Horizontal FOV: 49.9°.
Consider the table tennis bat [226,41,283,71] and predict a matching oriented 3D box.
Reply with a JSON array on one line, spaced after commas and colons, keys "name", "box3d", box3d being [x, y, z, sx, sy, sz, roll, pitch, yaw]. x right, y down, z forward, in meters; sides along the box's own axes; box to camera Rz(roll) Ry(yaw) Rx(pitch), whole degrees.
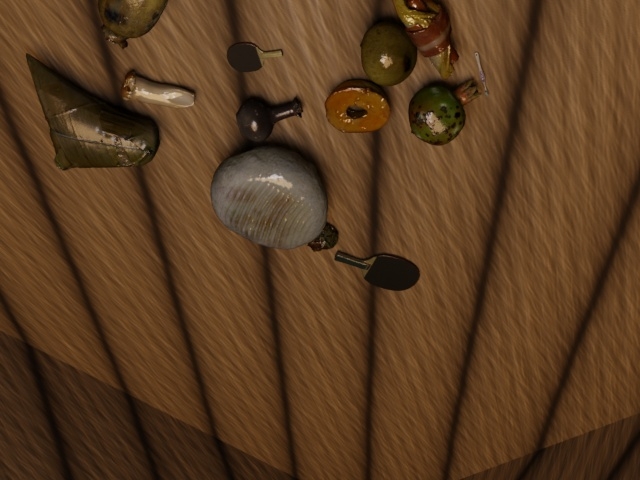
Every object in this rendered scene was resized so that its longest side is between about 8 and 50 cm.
[{"name": "table tennis bat", "box3d": [-0.176, -0.492, 1.841, 0.156, 0.013, 0.087, -2, 133, 14]}]

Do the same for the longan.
[{"name": "longan", "box3d": [0.160, -0.468, 1.718, 0.176, 0.145, 0.155, 36, 118, 32]}]

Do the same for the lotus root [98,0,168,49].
[{"name": "lotus root", "box3d": [-0.478, -0.583, 1.711, 0.154, 0.154, 0.278, 32, 134, -20]}]

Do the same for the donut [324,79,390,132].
[{"name": "donut", "box3d": [0.103, -0.368, 1.877, 0.178, 0.065, 0.162, 4, 140, 5]}]

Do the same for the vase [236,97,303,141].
[{"name": "vase", "box3d": [-0.139, -0.346, 1.918, 0.183, 0.120, 0.120, -15, 132, 6]}]

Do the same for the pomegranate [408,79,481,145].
[{"name": "pomegranate", "box3d": [0.324, -0.341, 1.807, 0.205, 0.159, 0.159, -37, 122, 8]}]

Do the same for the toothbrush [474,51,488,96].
[{"name": "toothbrush", "box3d": [0.419, -0.431, 1.787, 0.011, 0.013, 0.131, -14, 128, 17]}]

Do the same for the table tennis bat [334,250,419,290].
[{"name": "table tennis bat", "box3d": [0.192, 0.099, 2.355, 0.301, 0.022, 0.173, 18, 136, -8]}]

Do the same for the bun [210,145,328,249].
[{"name": "bun", "box3d": [-0.143, -0.135, 2.052, 0.362, 0.211, 0.362, 6, 132, 6]}]

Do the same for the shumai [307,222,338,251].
[{"name": "shumai", "box3d": [0.001, -0.001, 2.246, 0.124, 0.087, 0.099, 30, 131, -21]}]

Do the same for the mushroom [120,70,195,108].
[{"name": "mushroom", "box3d": [-0.455, -0.416, 1.935, 0.209, 0.071, 0.084, 12, 104, -5]}]

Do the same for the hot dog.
[{"name": "hot dog", "box3d": [0.268, -0.512, 1.657, 0.093, 0.123, 0.261, -19, 133, 38]}]

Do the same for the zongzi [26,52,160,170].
[{"name": "zongzi", "box3d": [-0.642, -0.373, 1.962, 0.323, 0.160, 0.360, -3, 127, 6]}]
